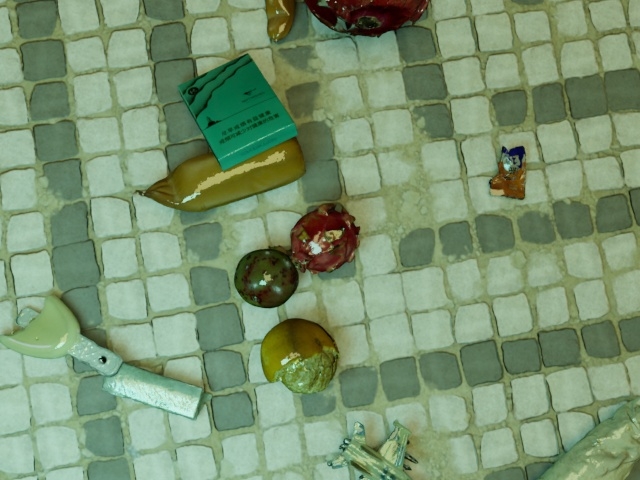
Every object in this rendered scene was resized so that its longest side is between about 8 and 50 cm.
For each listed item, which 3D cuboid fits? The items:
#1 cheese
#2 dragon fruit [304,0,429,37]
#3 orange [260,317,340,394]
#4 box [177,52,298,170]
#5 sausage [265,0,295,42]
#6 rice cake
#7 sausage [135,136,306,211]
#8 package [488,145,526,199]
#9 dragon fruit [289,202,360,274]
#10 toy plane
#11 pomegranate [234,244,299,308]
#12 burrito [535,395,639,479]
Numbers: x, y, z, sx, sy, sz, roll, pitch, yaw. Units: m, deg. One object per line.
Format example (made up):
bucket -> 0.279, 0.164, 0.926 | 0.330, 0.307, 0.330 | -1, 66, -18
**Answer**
cheese -> -0.476, 0.190, 1.573 | 0.235, 0.050, 0.127 | 27, 73, 15
dragon fruit -> 0.089, -0.544, 1.608 | 0.296, 0.295, 0.301 | -4, 72, -5
orange -> -0.041, 0.222, 1.581 | 0.156, 0.134, 0.156 | 25, 45, -27
box -> -0.162, -0.252, 1.620 | 0.161, 0.042, 0.226 | -26, 56, -8
sausage -> -0.081, -0.488, 1.699 | 0.062, 0.054, 0.183 | -6, 85, 27
rice cake -> -0.312, 0.284, 1.588 | 0.206, 0.063, 0.069 | 21, 75, -2
sausage -> -0.191, -0.123, 1.624 | 0.328, 0.112, 0.112 | -18, 85, -6
package -> 0.384, -0.139, 1.710 | 0.077, 0.033, 0.110 | 2, 98, -28
dragon fruit -> 0.000, 0.000, 1.610 | 0.133, 0.136, 0.166 | 27, 46, 27
toy plane -> 0.144, 0.459, 1.603 | 0.262, 0.088, 0.192 | 37, 88, -10
pomegranate -> -0.103, 0.065, 1.602 | 0.130, 0.130, 0.130 | 1, 84, -5
burrito -> 0.504, 0.462, 1.633 | 0.392, 0.076, 0.117 | -39, 95, -6
